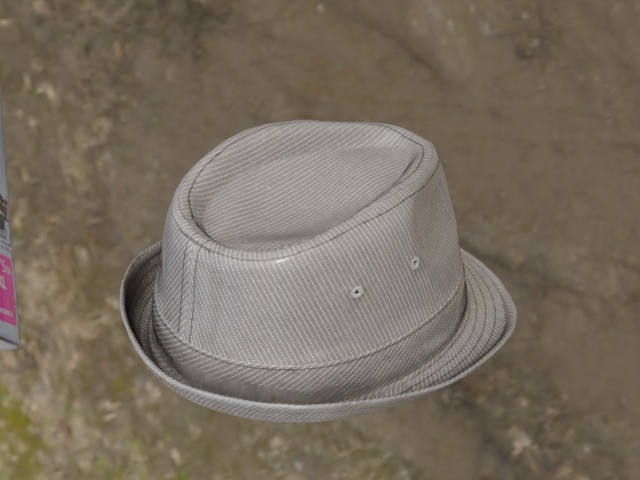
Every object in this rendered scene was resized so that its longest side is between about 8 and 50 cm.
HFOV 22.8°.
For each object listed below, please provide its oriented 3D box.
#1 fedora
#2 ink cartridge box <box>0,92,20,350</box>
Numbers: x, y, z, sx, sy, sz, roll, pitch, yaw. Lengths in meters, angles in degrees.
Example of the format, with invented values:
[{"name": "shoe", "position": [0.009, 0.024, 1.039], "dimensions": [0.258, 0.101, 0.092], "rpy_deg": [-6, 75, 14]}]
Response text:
[{"name": "fedora", "position": [0.000, 0.000, 1.038], "dimensions": [0.244, 0.275, 0.124], "rpy_deg": [39, 138, 42]}, {"name": "ink cartridge box", "position": [-0.339, -0.055, 1.243], "dimensions": [0.186, 0.065, 0.311], "rpy_deg": [-12, 71, 14]}]
